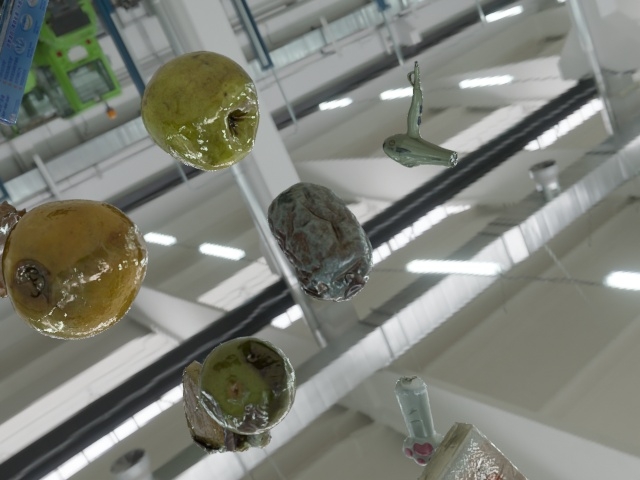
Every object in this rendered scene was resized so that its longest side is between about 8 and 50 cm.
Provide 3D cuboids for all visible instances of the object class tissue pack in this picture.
[{"bbox_3d":[0.324,0.502,1.409,0.170,0.325,0.071,-50,-163,-20],"label":"tissue pack"}]

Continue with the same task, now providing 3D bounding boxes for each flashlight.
[{"bbox_3d":[0.192,0.354,1.482,0.093,0.200,0.047,-8,-160,22],"label":"flashlight"}]

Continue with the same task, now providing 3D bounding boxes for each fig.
[{"bbox_3d":[-0.174,0.352,1.872,0.240,0.239,0.271,-23,174,3],"label":"fig"}]

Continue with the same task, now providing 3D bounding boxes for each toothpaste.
[{"bbox_3d":[-0.593,-0.361,1.460,0.053,0.272,0.066,6,172,46],"label":"toothpaste"}]

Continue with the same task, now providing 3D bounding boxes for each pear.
[{"bbox_3d":[-0.315,-0.331,1.950,0.304,0.303,0.304,-22,-162,8],"label":"pear"}]

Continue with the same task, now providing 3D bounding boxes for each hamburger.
[{"bbox_3d":[-0.276,0.454,2.141,0.195,0.276,0.318,-11,-170,-26],"label":"hamburger"}]

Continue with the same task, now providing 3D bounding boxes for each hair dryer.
[{"bbox_3d":[0.212,-0.226,1.466,0.067,0.199,0.167,-9,-146,-47],"label":"hair dryer"}]

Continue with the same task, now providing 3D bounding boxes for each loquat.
[{"bbox_3d":[-0.467,0.045,1.457,0.275,0.274,0.275,-22,-162,8],"label":"loquat"}]

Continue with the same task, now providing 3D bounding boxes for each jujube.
[{"bbox_3d":[0.000,0.000,1.870,0.226,0.226,0.317,-28,-123,-13],"label":"jujube"}]

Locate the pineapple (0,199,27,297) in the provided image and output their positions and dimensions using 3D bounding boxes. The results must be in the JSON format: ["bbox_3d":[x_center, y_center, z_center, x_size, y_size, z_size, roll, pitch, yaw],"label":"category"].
[{"bbox_3d":[-0.790,-0.005,1.583,0.358,0.222,0.223,13,-151,11],"label":"pineapple"}]
